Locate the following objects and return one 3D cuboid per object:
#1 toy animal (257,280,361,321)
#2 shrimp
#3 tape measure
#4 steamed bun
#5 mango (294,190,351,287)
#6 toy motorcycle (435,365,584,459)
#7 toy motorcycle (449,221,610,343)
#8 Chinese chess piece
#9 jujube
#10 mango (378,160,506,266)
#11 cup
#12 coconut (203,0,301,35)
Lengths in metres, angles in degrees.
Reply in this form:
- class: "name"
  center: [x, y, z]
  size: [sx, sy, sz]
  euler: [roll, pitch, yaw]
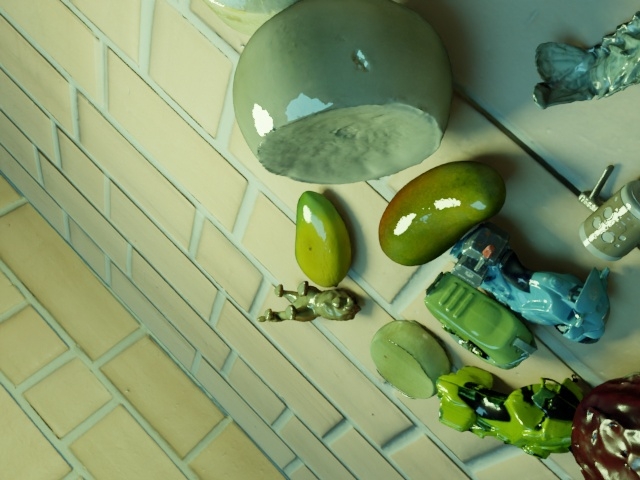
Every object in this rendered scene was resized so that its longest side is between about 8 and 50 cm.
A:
- class: "toy animal"
  center: [-0.023, 0.165, 1.430]
  size: [0.158, 0.097, 0.312]
  euler: [17, 163, -24]
- class: "shrimp"
  center: [0.372, -0.237, 0.559]
  size: [0.410, 0.166, 0.221]
  euler: [132, 141, -76]
- class: "tape measure"
  center: [0.292, 0.151, 1.039]
  size: [0.200, 0.106, 0.175]
  euler: [33, 171, 27]
- class: "steamed bun"
  center: [0.031, -0.221, 0.844]
  size: [0.324, 0.325, 0.206]
  euler: [-28, 62, 56]
- class: "mango"
  center: [0.006, 0.004, 1.265]
  size: [0.137, 0.091, 0.237]
  euler: [25, 139, 23]
- class: "toy motorcycle"
  center: [0.377, 0.330, 1.102]
  size: [0.343, 0.142, 0.205]
  euler: [5, 124, 44]
- class: "toy motorcycle"
  center: [0.335, 0.069, 0.915]
  size: [0.272, 0.123, 0.182]
  euler: [33, 158, 12]
- class: "Chinese chess piece"
  center: [0.200, 0.266, 1.302]
  size: [0.189, 0.083, 0.188]
  euler: [32, 145, 26]
- class: "jujube"
  center: [0.541, 0.309, 0.797]
  size: [0.258, 0.258, 0.377]
  euler: [57, 151, -10]
- class: "mango"
  center: [0.191, -0.048, 0.959]
  size: [0.129, 0.146, 0.289]
  euler: [41, 141, -8]
- class: "cup"
  center: [0.412, -0.039, 0.791]
  size: [0.074, 0.102, 0.099]
  euler: [12, 144, -11]
- class: "coconut"
  center: [-0.089, -0.418, 0.840]
  size: [0.241, 0.241, 0.241]
  euler: [30, 141, 28]
